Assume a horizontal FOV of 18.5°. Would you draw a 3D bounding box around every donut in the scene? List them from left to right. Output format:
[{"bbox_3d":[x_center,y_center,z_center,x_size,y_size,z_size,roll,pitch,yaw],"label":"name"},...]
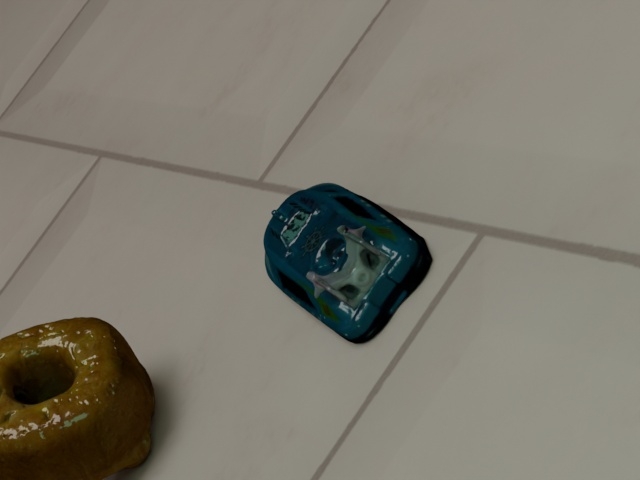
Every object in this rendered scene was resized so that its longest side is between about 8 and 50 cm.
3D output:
[{"bbox_3d":[-0.285,0.181,2.123,0.226,0.114,0.226,-11,37,8],"label":"donut"}]

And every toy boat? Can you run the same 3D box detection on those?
[{"bbox_3d":[0.000,0.000,2.020,0.134,0.092,0.299,-54,27,-1],"label":"toy boat"}]
